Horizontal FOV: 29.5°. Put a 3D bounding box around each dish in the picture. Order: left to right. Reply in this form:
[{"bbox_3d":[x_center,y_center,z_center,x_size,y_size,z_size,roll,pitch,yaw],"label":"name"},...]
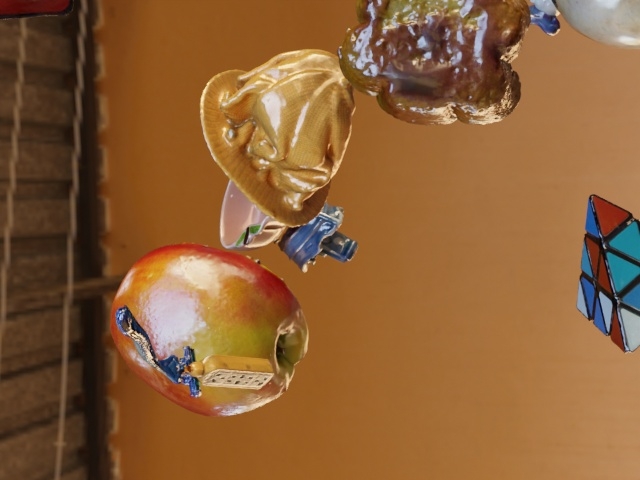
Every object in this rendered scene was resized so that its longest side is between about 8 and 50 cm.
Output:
[{"bbox_3d":[-0.092,-0.067,2.188,0.090,0.213,0.213,21,-116,-30],"label":"dish"}]

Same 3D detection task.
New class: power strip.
[{"bbox_3d":[-0.144,0.208,1.915,0.178,0.049,0.028,12,-141,-46],"label":"power strip"}]

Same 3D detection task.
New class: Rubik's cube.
[{"bbox_3d":[0.508,0.079,2.028,0.250,0.284,0.234,54,-145,-32],"label":"Rubik's cube"}]

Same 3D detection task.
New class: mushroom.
[{"bbox_3d":[0.413,-0.338,1.546,0.255,0.254,0.184,-66,-29,-53],"label":"mushroom"}]

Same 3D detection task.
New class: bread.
[{"bbox_3d":[0.145,-0.264,1.564,0.135,0.246,0.232,-37,-46,-81],"label":"bread"}]

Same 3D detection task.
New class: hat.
[{"bbox_3d":[-0.009,-0.178,1.705,0.233,0.233,0.244,11,-119,-36],"label":"hat"}]

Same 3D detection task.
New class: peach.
[{"bbox_3d":[-0.246,0.171,2.386,0.242,0.380,0.306,-51,-44,-41],"label":"peach"}]

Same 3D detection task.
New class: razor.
[{"bbox_3d":[-0.283,0.181,2.037,0.324,0.056,0.093,56,-162,-62],"label":"razor"}]

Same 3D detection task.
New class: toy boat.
[{"bbox_3d":[0.000,0.000,2.448,0.129,0.142,0.309,-58,1,-19],"label":"toy boat"}]

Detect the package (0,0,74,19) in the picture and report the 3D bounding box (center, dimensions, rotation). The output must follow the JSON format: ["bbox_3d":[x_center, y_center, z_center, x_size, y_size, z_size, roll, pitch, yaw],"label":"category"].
[{"bbox_3d":[-0.455,-0.466,1.811,0.071,0.194,0.269,-130,42,-53],"label":"package"}]

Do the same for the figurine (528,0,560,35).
[{"bbox_3d":[0.516,-0.470,2.229,0.283,0.338,0.205,39,-143,-50],"label":"figurine"}]
